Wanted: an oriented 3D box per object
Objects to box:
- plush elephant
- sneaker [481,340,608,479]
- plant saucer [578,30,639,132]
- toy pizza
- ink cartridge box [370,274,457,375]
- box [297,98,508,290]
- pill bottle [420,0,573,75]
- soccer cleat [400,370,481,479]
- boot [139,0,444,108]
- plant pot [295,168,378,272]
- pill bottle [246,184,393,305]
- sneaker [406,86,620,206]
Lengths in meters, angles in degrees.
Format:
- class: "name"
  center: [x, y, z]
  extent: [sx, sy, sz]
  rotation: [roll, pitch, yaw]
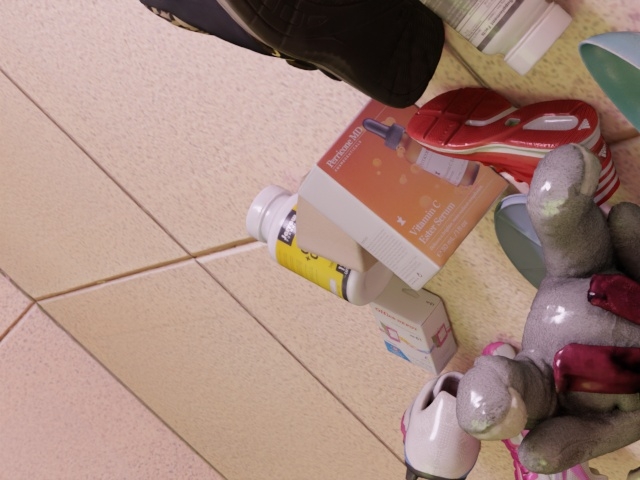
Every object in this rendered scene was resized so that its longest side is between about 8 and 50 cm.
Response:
- class: "plush elephant"
  center: [0.311, 0.116, 1.296]
  extent: [0.255, 0.271, 0.330]
  rotation: [13, 161, 32]
- class: "sneaker"
  center: [0.281, 0.235, 1.830]
  extent: [0.103, 0.111, 0.252]
  rotation: [-149, 34, -79]
- class: "plant saucer"
  center: [0.328, -0.057, 1.112]
  extent: [0.317, 0.044, 0.317]
  rotation: [44, -175, -5]
- class: "toy pizza"
  center: [0.269, 0.017, 1.506]
  extent: [0.201, 0.032, 0.201]
  rotation: [34, 159, 15]
- class: "ink cartridge box"
  center: [0.122, 0.111, 1.894]
  extent: [0.088, 0.052, 0.122]
  rotation: [25, 153, 32]
- class: "box"
  center: [0.085, -0.056, 1.526]
  extent: [0.170, 0.130, 0.091]
  rotation: [39, 159, 0]
- class: "pill bottle"
  center: [0.140, -0.206, 1.219]
  extent: [0.137, 0.078, 0.078]
  rotation: [40, 158, -1]
- class: "soccer cleat"
  center: [0.176, 0.240, 1.967]
  extent: [0.116, 0.143, 0.331]
  rotation: [16, -174, 2]
- class: "boot"
  center: [-0.082, -0.257, 1.315]
  extent: [0.284, 0.138, 0.377]
  rotation: [26, 180, 38]
- class: "plant pot"
  center: [0.036, -0.044, 1.676]
  extent: [0.109, 0.109, 0.096]
  rotation: [22, 139, 38]
- class: "pill bottle"
  center: [0.000, 0.000, 1.805]
  extent: [0.184, 0.103, 0.103]
  rotation: [27, 155, 27]
- class: "sneaker"
  center: [0.188, -0.072, 1.394]
  extent: [0.221, 0.087, 0.128]
  rotation: [16, 147, 48]
